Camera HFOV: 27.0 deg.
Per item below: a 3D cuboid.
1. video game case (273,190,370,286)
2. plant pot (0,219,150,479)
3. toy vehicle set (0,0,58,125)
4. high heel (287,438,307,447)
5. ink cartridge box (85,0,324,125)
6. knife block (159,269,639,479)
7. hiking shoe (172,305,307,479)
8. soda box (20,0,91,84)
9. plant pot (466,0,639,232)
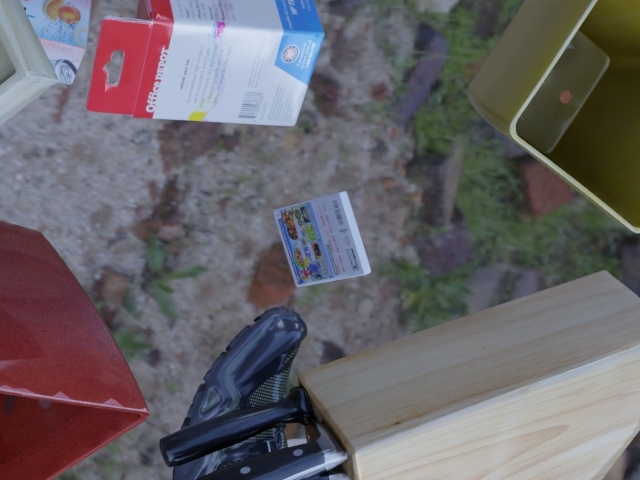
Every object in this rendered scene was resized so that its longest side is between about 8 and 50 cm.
[{"bbox_3d":[0.000,0.000,1.382,0.011,0.122,0.087,-20,95,-37],"label":"video game case"},{"bbox_3d":[-0.376,0.113,1.338,0.267,0.267,0.235,19,45,-50],"label":"plant pot"},{"bbox_3d":[-0.334,-0.120,1.002,0.035,0.267,0.166,-3,63,-64],"label":"toy vehicle set"},{"bbox_3d":[-0.007,0.279,1.623,0.244,0.082,0.117,-43,153,-40],"label":"high heel"},{"bbox_3d":[-0.127,-0.198,1.401,0.231,0.078,0.134,2,136,-19],"label":"ink cartridge box"},{"bbox_3d":[0.044,0.108,0.766,0.242,0.088,0.275,28,102,-33],"label":"knife block"},{"bbox_3d":[-0.043,0.158,0.881,0.114,0.086,0.227,24,89,3],"label":"hiking shoe"},{"bbox_3d":[-0.294,-0.191,1.144,0.183,0.063,0.058,11,61,-18],"label":"soda box"},{"bbox_3d":[0.285,-0.167,1.440,0.212,0.187,0.212,34,91,-27],"label":"plant pot"}]
